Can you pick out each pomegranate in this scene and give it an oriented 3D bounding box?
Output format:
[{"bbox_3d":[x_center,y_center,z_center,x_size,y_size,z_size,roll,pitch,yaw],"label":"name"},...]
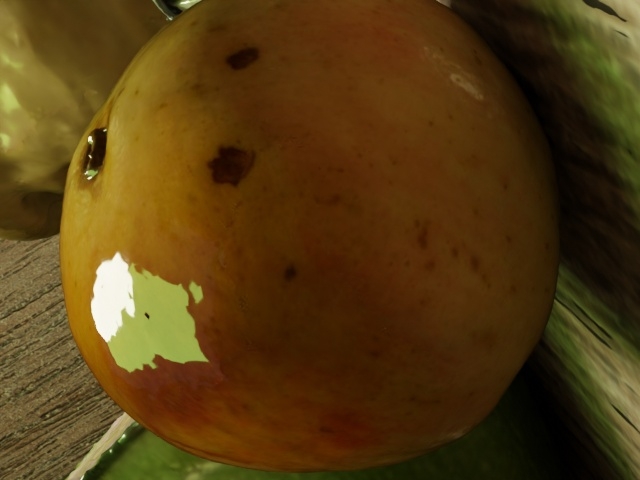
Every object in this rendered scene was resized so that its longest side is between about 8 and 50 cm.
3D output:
[{"bbox_3d":[-0.002,-0.003,0.427,0.191,0.191,0.191,62,175,9],"label":"pomegranate"}]

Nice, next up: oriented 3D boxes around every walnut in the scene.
[{"bbox_3d":[-0.223,-0.181,0.928,0.383,0.384,0.383,62,175,9],"label":"walnut"}]

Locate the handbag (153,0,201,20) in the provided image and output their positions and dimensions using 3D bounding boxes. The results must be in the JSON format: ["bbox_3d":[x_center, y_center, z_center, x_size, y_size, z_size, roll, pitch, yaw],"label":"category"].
[{"bbox_3d":[-0.068,-0.191,0.631,0.173,0.095,0.117,63,180,38],"label":"handbag"}]

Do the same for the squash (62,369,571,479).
[{"bbox_3d":[0.038,0.157,0.660,0.309,0.310,0.310,42,176,-1],"label":"squash"}]
